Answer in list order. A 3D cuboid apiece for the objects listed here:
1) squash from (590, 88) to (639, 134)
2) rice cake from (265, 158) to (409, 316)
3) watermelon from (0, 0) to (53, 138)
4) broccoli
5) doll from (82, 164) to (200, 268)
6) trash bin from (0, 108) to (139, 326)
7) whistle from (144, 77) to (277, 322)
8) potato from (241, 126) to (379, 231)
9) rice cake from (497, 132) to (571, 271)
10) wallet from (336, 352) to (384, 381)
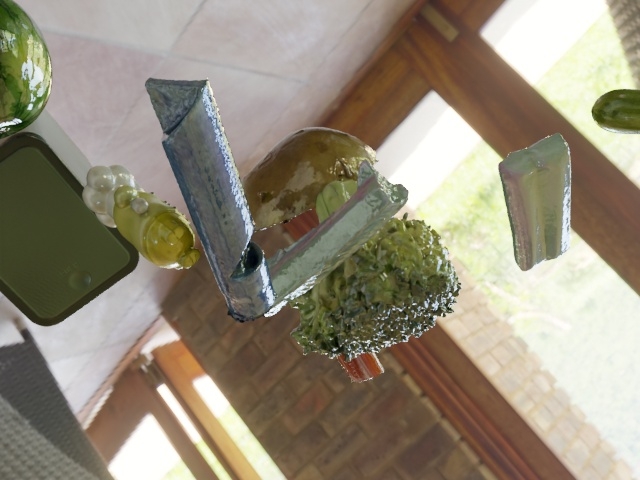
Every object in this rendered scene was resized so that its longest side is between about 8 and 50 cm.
[{"bbox_3d":[0.494,-0.181,1.140,0.066,0.201,0.066,8,90,-77],"label":"squash"},{"bbox_3d":[0.001,0.003,1.090,0.290,0.081,0.051,-43,165,30],"label":"rice cake"},{"bbox_3d":[-0.338,-0.188,0.762,0.141,0.187,0.140,-20,171,-3],"label":"watermelon"},{"bbox_3d":[0.063,0.043,1.306,0.294,0.280,0.348,-20,162,9],"label":"broccoli"},{"bbox_3d":[-0.191,-0.026,0.839,0.062,0.162,0.106,-43,141,-19],"label":"doll"},{"bbox_3d":[-0.388,-0.075,1.070,0.158,0.343,0.223,-36,123,-2],"label":"trash bin"},{"bbox_3d":[-0.101,-0.032,0.779,0.062,0.062,0.304,-35,141,-19],"label":"whistle"},{"bbox_3d":[-0.049,-0.127,1.465,0.299,0.116,0.239,-25,-156,16],"label":"potato"},{"bbox_3d":[0.262,-0.038,0.958,0.080,0.042,0.221,-29,144,-2],"label":"rice cake"},{"bbox_3d":[0.050,0.211,1.718,0.045,0.204,0.142,-30,178,-26],"label":"wallet"}]
